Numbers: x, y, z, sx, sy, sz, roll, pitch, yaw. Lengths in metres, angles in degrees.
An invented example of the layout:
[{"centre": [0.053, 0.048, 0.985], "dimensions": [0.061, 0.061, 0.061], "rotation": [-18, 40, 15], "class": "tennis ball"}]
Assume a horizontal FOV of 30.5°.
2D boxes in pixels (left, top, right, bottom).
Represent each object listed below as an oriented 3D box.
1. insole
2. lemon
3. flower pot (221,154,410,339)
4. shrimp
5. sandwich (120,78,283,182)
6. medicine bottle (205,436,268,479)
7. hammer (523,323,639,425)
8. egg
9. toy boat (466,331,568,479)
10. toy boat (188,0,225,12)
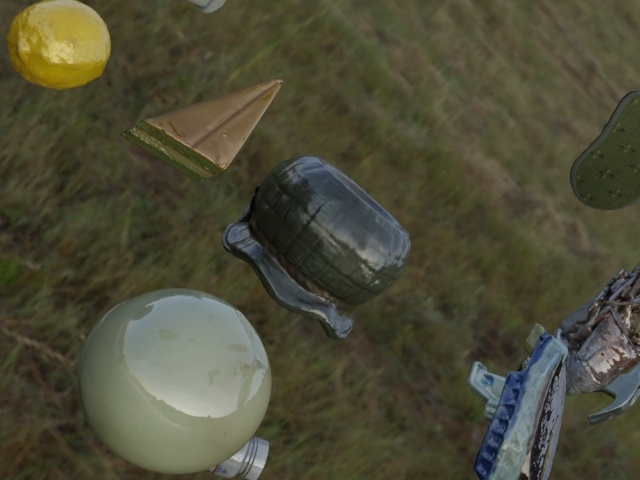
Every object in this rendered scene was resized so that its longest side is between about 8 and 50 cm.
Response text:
[{"centre": [0.397, -0.110, 1.540], "dimensions": [0.109, 0.007, 0.322], "rotation": [17, -23, 3], "class": "insole"}, {"centre": [-0.325, -0.247, 1.478], "dimensions": [0.114, 0.114, 0.155], "rotation": [51, 34, 13], "class": "lemon"}, {"centre": [0.000, 0.000, 1.944], "dimensions": [0.302, 0.213, 0.302], "rotation": [40, 6, -5], "class": "flower pot"}, {"centre": [0.423, 0.080, 1.504], "dimensions": [0.116, 0.343, 0.145], "rotation": [49, 11, -1], "class": "shrimp"}, {"centre": [-0.170, -0.193, 1.708], "dimensions": [0.144, 0.187, 0.117], "rotation": [38, -21, -20], "class": "sandwich"}, {"centre": [-0.150, 0.297, 1.697], "dimensions": [0.140, 0.079, 0.079], "rotation": [22, 21, -13], "class": "medicine bottle"}, {"centre": [0.467, 0.230, 2.115], "dimensions": [0.226, 0.159, 0.041], "rotation": [28, -18, 33], "class": "hammer"}, {"centre": [-0.168, 0.164, 1.378], "dimensions": [0.219, 0.219, 0.269], "rotation": [52, 0, 16], "class": "egg"}, {"centre": [0.224, 0.234, 1.440], "dimensions": [0.115, 0.262, 0.114], "rotation": [9, -13, 30], "class": "toy boat"}, {"centre": [-0.044, -0.341, 1.138], "dimensions": [0.141, 0.269, 0.141], "rotation": [43, 28, -29], "class": "toy boat"}]
